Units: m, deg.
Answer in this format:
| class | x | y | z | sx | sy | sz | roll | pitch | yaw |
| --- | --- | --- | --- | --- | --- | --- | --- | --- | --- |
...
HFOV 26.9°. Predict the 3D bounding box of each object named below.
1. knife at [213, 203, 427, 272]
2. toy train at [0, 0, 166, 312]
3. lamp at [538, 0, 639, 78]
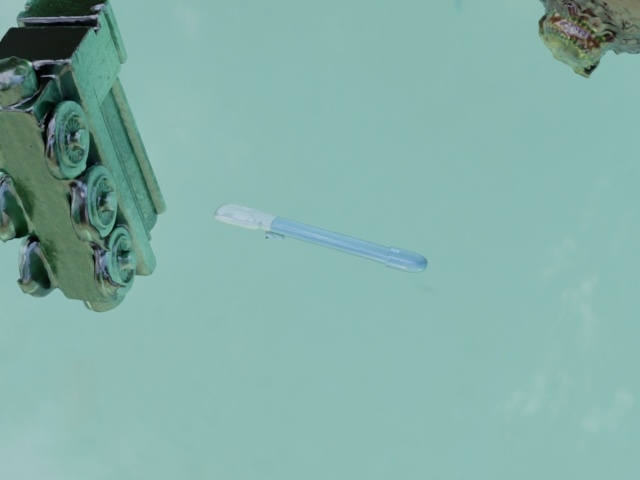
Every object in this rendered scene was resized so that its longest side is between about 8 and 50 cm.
| class | x | y | z | sx | sy | sz | roll | pitch | yaw |
| --- | --- | --- | --- | --- | --- | --- | --- | --- | --- |
| knife | 0.000 | 0.000 | 0.586 | 0.096 | 0.010 | 0.027 | 15 | 15 | 5 |
| toy train | -0.134 | -0.042 | 0.740 | 0.071 | 0.170 | 0.111 | 3 | 45 | 19 |
| lamp | 0.235 | -0.209 | 1.099 | 0.135 | 0.157 | 0.156 | -50 | 42 | -5 |
